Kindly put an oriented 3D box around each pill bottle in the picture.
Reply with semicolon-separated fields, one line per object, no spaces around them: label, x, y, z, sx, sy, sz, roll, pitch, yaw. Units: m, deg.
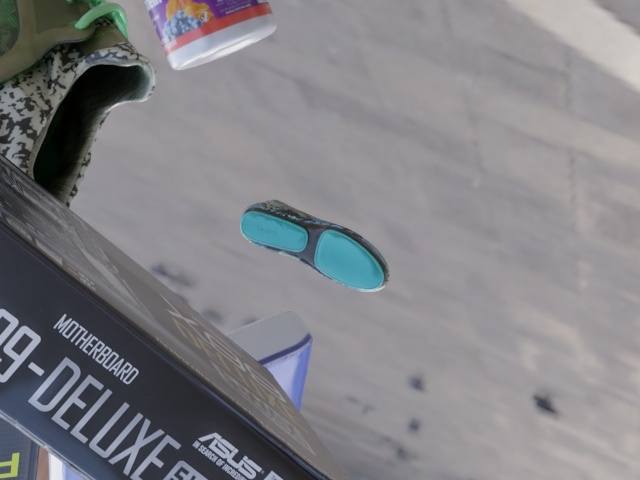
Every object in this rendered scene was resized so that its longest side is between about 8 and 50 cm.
pill bottle;-0.124;-0.265;1.613;0.194;0.108;0.108;68;167;-2

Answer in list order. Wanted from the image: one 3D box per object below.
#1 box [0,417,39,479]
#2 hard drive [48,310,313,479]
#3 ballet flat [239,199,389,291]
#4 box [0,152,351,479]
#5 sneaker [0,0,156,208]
box;-0.306;0.147;1.043;0.270;0.216;0.060;-4;-149;-26
hard drive;-0.118;0.200;1.413;0.040;0.210;0.319;54;153;30
ballet flat;0.000;0.000;2.002;0.188;0.070;0.070;26;172;10
box;-0.130;0.044;0.899;0.307;0.076;0.242;41;-179;-21
sneaker;-0.185;-0.133;1.216;0.182;0.410;0.158;1;153;20
